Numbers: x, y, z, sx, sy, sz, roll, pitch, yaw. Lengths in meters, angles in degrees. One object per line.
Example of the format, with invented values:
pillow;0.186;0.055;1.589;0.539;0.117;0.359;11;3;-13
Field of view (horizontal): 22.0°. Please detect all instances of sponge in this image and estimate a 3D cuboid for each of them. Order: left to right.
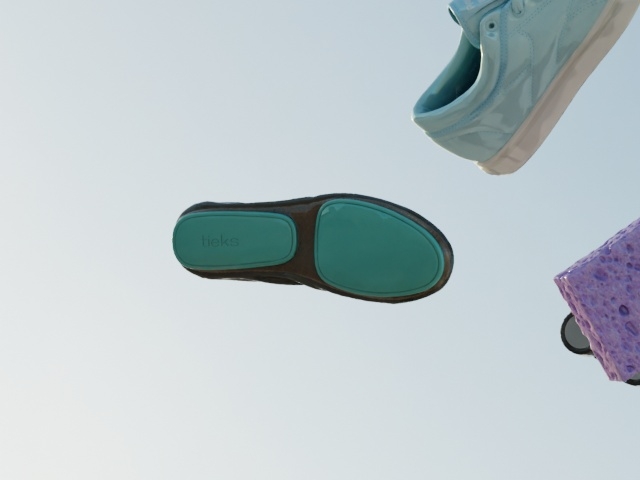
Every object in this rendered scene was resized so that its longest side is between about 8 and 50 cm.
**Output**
sponge;0.332;0.029;1.562;0.117;0.210;0.031;59;-18;-8

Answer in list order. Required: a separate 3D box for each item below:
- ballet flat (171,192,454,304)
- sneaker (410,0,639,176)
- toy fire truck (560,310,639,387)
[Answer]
ballet flat;0.000;0.000;1.514;0.280;0.095;0.096;8;4;22
sneaker;0.218;-0.239;1.691;0.150;0.366;0.135;20;19;-25
toy fire truck;0.424;0.061;1.947;0.217;0.246;0.158;31;6;34
